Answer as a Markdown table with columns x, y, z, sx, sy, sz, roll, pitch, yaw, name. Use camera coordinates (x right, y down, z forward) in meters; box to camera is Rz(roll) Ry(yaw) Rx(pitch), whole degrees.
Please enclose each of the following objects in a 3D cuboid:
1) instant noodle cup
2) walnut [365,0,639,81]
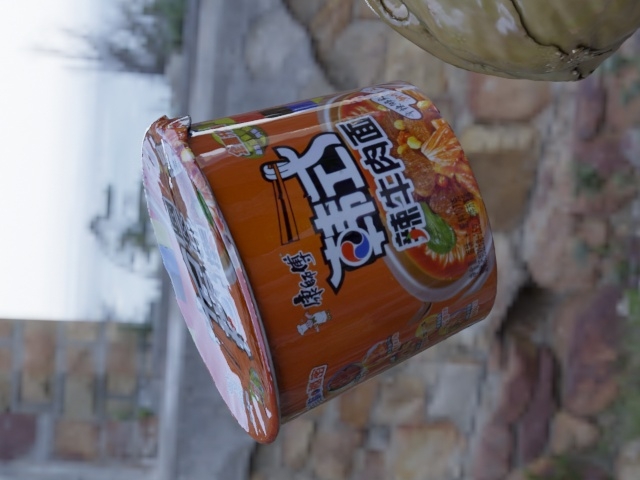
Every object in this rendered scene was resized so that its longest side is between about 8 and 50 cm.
| x | y | z | sx | sy | sz | roll | pitch | yaw | name |
| --- | --- | --- | --- | --- | --- | --- | --- | --- | --- |
| 0.000 | 0.000 | 1.256 | 0.250 | 0.192 | 0.250 | 58 | 161 | 34 | instant noodle cup |
| 0.096 | -0.194 | 0.849 | 0.198 | 0.198 | 0.245 | -116 | 7 | -72 | walnut |
